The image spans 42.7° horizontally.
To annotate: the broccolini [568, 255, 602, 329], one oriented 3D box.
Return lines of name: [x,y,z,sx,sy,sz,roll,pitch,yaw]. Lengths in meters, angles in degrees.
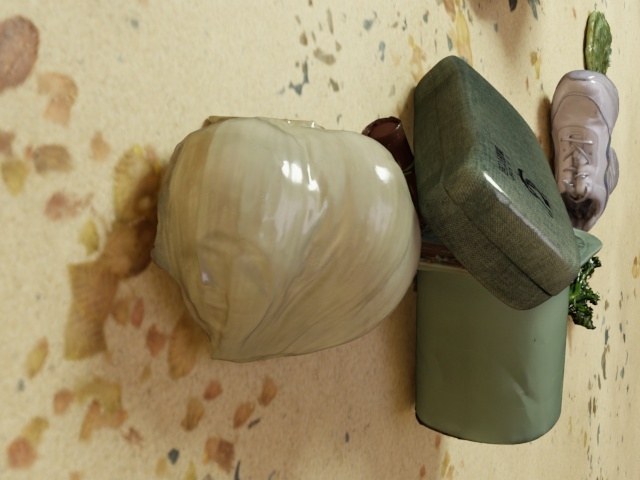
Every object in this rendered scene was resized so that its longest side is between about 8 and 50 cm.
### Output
broccolini: [0.359,0.042,1.204,0.271,0.062,0.123,30,56,-50]

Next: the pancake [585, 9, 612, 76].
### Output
pancake: [0.470,-0.325,1.384,0.116,0.022,0.129,28,68,-51]

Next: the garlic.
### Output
garlic: [0.000,0.000,0.584,0.229,0.143,0.178,15,77,-64]

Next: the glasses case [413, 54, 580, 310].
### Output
glasses case: [0.146,-0.066,0.727,0.131,0.074,0.323,41,25,-15]

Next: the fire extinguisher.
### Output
fire extinguisher: [0.081,-0.055,0.788,0.056,0.039,0.132,-61,138,-41]

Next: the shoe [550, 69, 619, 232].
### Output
shoe: [0.379,-0.124,1.187,0.137,0.095,0.245,-63,145,-38]

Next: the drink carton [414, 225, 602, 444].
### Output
drink carton: [0.175,0.085,0.811,0.191,0.185,0.189,-25,114,-55]
